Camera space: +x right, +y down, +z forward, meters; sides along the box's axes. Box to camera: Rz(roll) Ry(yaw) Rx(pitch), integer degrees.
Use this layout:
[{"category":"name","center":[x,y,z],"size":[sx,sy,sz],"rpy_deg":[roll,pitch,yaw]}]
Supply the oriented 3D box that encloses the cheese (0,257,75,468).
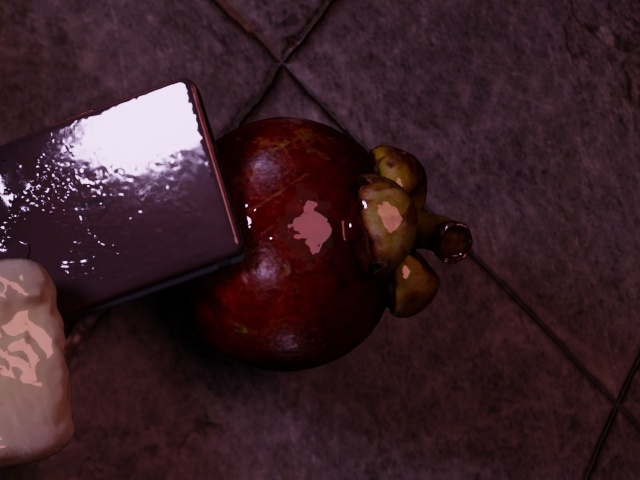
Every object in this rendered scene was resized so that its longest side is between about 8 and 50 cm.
[{"category":"cheese","center":[-0.307,0.104,1.118],"size":[0.263,0.093,0.159],"rpy_deg":[-6,75,-33]}]

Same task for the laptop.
[{"category":"laptop","center":[-0.170,-0.025,1.218],"size":[0.026,0.207,0.153],"rpy_deg":[17,54,-73]}]

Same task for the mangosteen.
[{"category":"mangosteen","center":[0.000,0.000,1.281],"size":[0.215,0.258,0.215],"rpy_deg":[14,73,-58]}]
